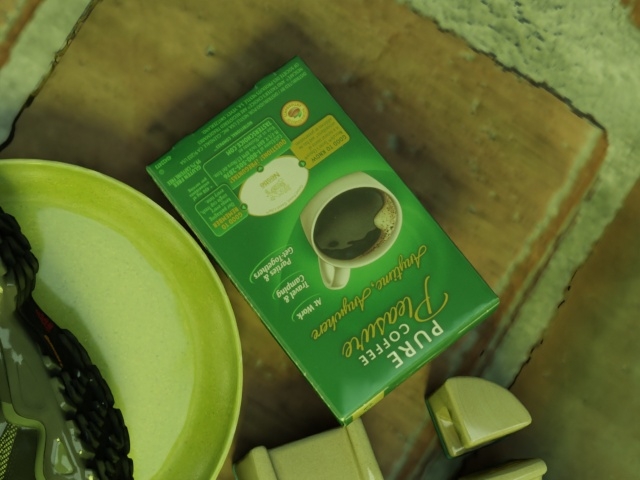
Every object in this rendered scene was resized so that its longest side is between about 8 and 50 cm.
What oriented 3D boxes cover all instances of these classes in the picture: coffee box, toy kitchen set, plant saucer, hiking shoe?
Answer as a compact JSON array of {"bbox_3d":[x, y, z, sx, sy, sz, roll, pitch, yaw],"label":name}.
[{"bbox_3d":[0.000,0.000,0.770,0.113,0.040,0.184,-38,78,-8],"label":"coffee box"},{"bbox_3d":[0.058,0.202,0.804,0.166,0.122,0.207,-17,76,-11],"label":"toy kitchen set"},{"bbox_3d":[-0.164,0.075,0.764,0.240,0.037,0.241,-1,93,-10],"label":"plant saucer"},{"bbox_3d":[-0.178,0.084,0.713,0.114,0.086,0.227,-24,94,8],"label":"hiking shoe"}]
